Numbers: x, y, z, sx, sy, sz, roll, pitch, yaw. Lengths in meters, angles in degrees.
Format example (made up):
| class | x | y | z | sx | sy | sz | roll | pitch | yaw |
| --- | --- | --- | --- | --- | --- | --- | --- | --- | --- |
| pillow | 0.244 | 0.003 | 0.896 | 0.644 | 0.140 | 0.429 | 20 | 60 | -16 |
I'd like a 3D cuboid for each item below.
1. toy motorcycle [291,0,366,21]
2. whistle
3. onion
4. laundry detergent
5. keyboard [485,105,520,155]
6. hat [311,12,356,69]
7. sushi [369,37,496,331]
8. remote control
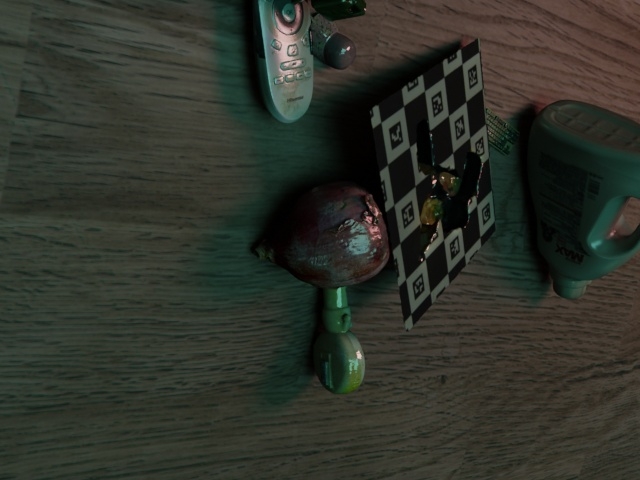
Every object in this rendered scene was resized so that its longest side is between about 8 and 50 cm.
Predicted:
| class | x | y | z | sx | sy | sz | roll | pitch | yaw |
| --- | --- | --- | --- | --- | --- | --- | --- | --- | --- |
| toy motorcycle | 0.017 | -0.364 | 0.954 | 0.275 | 0.127 | 0.205 | 25 | 68 | -43 |
| whistle | 0.022 | 0.141 | 1.210 | 0.057 | 0.104 | 0.198 | -9 | 98 | -31 |
| onion | 0.000 | 0.000 | 1.108 | 0.195 | 0.159 | 0.159 | -17 | 120 | -2 |
| laundry detergent | 0.498 | -0.041 | 1.443 | 0.125 | 0.264 | 0.397 | -36 | 139 | -29 |
| keyboard | 0.304 | -0.192 | 1.363 | 0.129 | 0.015 | 0.049 | 25 | 90 | -43 |
| hat | 0.019 | -0.272 | 1.077 | 0.058 | 0.042 | 0.087 | -46 | 129 | -17 |
| sushi | 0.167 | -0.098 | 1.230 | 0.343 | 0.064 | 0.359 | -40 | 129 | -43 |
| remote control | -0.053 | -0.281 | 1.014 | 0.097 | 0.045 | 0.256 | -21 | 116 | -44 |
